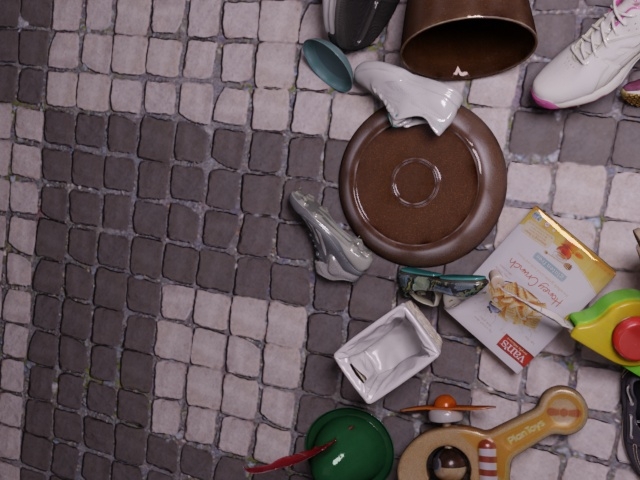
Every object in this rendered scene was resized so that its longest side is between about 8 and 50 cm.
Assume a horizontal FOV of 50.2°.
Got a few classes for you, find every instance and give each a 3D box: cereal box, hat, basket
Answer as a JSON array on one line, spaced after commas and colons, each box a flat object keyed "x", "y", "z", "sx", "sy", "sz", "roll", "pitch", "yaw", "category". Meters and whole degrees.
[{"x": 0.354, "y": 0.085, "z": 1.172, "sx": 0.173, "sy": 0.047, "sz": 0.240, "roll": 42, "pitch": 106, "yaw": 12, "category": "cereal box"}, {"x": 0.016, "y": 0.419, "z": 1.246, "sx": 0.208, "sy": 0.183, "sz": 0.173, "roll": -29, "pitch": 85, "yaw": 19, "category": "hat"}, {"x": 0.128, "y": 0.196, "z": 1.232, "sx": 0.167, "sy": 0.103, "sz": 0.113, "roll": -39, "pitch": 82, "yaw": 19, "category": "basket"}]

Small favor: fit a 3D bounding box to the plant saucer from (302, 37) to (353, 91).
[{"x": 0.019, "y": -0.321, "z": 1.234, "sx": 0.119, "sy": 0.119, "sz": 0.021, "roll": 40, "pitch": 76, "yaw": 13, "category": "plant saucer"}]

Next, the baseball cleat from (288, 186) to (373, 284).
[{"x": 0.000, "y": 0.000, "z": 1.280, "sx": 0.206, "sy": 0.072, "sz": 0.109, "roll": 44, "pitch": 116, "yaw": 17, "category": "baseball cleat"}]

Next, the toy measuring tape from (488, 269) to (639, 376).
[{"x": 0.429, "y": 0.103, "z": 1.070, "sx": 0.330, "sy": 0.121, "sz": 0.121, "roll": 30, "pitch": 104, "yaw": -2, "category": "toy measuring tape"}]

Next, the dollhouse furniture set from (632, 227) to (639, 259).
[{"x": 0.663, "y": 0.018, "z": 0.969, "sx": 0.355, "sy": 0.303, "sz": 0.174, "roll": -27, "pitch": 48, "yaw": 18, "category": "dollhouse furniture set"}]

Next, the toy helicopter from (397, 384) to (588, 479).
[{"x": 0.292, "y": 0.348, "z": 1.195, "sx": 0.355, "sy": 0.140, "sz": 0.235, "roll": -32, "pitch": 74, "yaw": 8, "category": "toy helicopter"}]

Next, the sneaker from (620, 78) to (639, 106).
[{"x": 0.565, "y": -0.262, "z": 1.065, "sx": 0.185, "sy": 0.069, "sz": 0.084, "roll": -4, "pitch": 84, "yaw": 14, "category": "sneaker"}]

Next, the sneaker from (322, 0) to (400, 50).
[{"x": 0.029, "y": -0.576, "z": 1.207, "sx": 0.257, "sy": 0.169, "sz": 0.448, "roll": 25, "pitch": 114, "yaw": 40, "category": "sneaker"}]

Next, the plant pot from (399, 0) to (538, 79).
[{"x": 0.234, "y": -0.412, "z": 1.110, "sx": 0.215, "sy": 0.215, "sz": 0.231, "roll": -4, "pitch": 78, "yaw": 20, "category": "plant pot"}]

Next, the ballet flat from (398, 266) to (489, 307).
[{"x": 0.213, "y": 0.085, "z": 1.187, "sx": 0.188, "sy": 0.070, "sz": 0.070, "roll": 6, "pitch": 97, "yaw": 53, "category": "ballet flat"}]

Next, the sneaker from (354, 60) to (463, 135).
[{"x": 0.134, "y": -0.242, "z": 1.176, "sx": 0.212, "sy": 0.080, "sz": 0.094, "roll": 27, "pitch": 92, "yaw": 32, "category": "sneaker"}]

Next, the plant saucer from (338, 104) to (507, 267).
[{"x": 0.173, "y": -0.103, "z": 1.223, "sx": 0.310, "sy": 0.050, "sz": 0.311, "roll": 2, "pitch": 95, "yaw": 21, "category": "plant saucer"}]

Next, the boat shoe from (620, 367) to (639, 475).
[{"x": 0.532, "y": 0.309, "z": 1.118, "sx": 0.075, "sy": 0.065, "sz": 0.206, "roll": -10, "pitch": 91, "yaw": 20, "category": "boat shoe"}]

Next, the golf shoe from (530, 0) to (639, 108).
[{"x": 0.455, "y": -0.321, "z": 1.045, "sx": 0.306, "sy": 0.140, "sz": 0.115, "roll": -32, "pitch": 50, "yaw": 16, "category": "golf shoe"}]
